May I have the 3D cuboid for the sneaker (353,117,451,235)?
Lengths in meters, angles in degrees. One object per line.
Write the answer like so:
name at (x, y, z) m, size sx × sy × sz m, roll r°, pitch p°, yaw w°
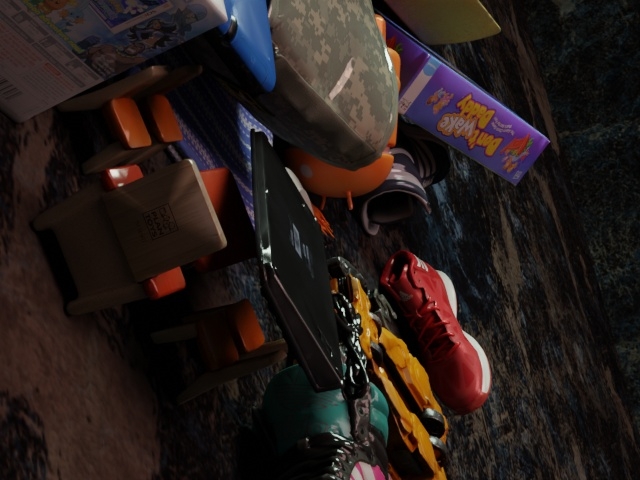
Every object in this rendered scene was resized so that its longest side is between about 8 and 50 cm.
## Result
sneaker at (0.106, -0.075, 2.006) m, size 0.282 × 0.099 × 0.153 m, roll 26°, pitch 44°, yaw -61°

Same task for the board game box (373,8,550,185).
board game box at (0.121, -0.207, 1.987) m, size 0.233 × 0.078 × 0.347 m, roll 42°, pitch 10°, yaw 34°

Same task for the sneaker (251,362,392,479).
sneaker at (-0.006, 0.186, 1.300) m, size 0.295 × 0.123 × 0.178 m, roll 43°, pitch 34°, yaw -70°

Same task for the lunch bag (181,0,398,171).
lunch bag at (-0.045, -0.221, 1.512) m, size 0.235 × 0.169 × 0.287 m, roll 45°, pitch 25°, yaw -47°

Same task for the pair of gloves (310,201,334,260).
pair of gloves at (0.000, 0.000, 1.745) m, size 0.074 × 0.010 × 0.083 m, roll 51°, pitch 27°, yaw -47°

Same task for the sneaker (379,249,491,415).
sneaker at (0.126, 0.107, 1.912) m, size 0.128 × 0.087 × 0.221 m, roll 36°, pitch 23°, yaw -45°

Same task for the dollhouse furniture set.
dollhouse furniture set at (-0.103, -0.013, 1.236) m, size 0.262 × 0.135 × 0.259 m, roll 68°, pitch 17°, yaw 0°

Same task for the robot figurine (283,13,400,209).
robot figurine at (0.024, -0.143, 1.731) m, size 0.128 × 0.158 × 0.219 m, roll 3°, pitch 90°, yaw -67°

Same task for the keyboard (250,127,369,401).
keyboard at (-0.012, 0.037, 1.302) m, size 0.202 × 0.033 × 0.317 m, roll 59°, pitch 10°, yaw -22°

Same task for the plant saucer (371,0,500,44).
plant saucer at (0.035, -0.366, 1.893) m, size 0.333 × 0.081 × 0.332 m, roll 41°, pitch 5°, yaw 26°

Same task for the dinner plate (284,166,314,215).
dinner plate at (-0.020, -0.008, 1.629) m, size 0.141 × 0.017 × 0.141 m, roll -8°, pitch 90°, yaw -78°

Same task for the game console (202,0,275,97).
game console at (-0.173, -0.265, 1.289) m, size 0.250 × 0.173 × 0.293 m, roll 51°, pitch 25°, yaw -51°

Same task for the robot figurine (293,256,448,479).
robot figurine at (0.054, 0.158, 1.590) m, size 0.291 × 0.085 × 0.211 m, roll 57°, pitch 20°, yaw -34°

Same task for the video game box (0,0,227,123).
video game box at (-0.194, -0.180, 1.080) m, size 0.205 × 0.187 × 0.048 m, roll 44°, pitch 29°, yaw -54°

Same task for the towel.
towel at (-0.109, -0.168, 1.572) m, size 0.243 × 0.040 × 0.336 m, roll 56°, pitch 21°, yaw -33°

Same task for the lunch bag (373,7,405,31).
lunch bag at (0.090, -0.433, 2.181) m, size 0.262 × 0.223 × 0.160 m, roll 59°, pitch 14°, yaw -22°
